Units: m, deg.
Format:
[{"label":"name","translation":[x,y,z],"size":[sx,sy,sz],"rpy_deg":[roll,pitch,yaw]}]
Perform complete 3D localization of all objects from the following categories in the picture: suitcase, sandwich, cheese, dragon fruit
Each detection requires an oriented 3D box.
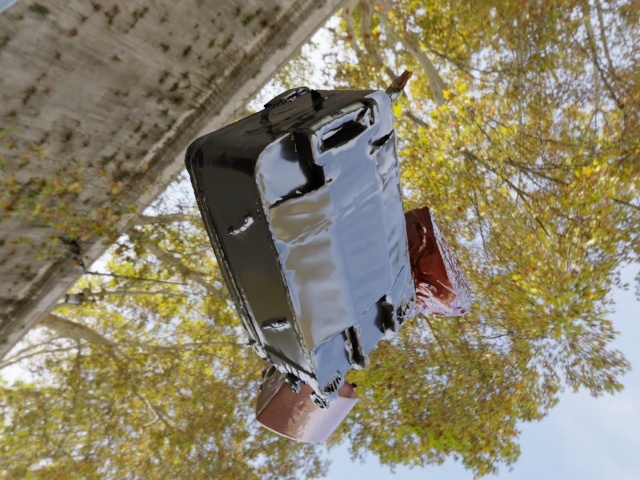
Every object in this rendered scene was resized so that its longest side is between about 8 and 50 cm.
[{"label":"suitcase","translation":[0.000,0.000,0.630],"size":[0.194,0.283,0.434],"rpy_deg":[18,-47,39]},{"label":"sandwich","translation":[0.159,-0.321,0.892],"size":[0.069,0.026,0.101],"rpy_deg":[-41,-165,53]},{"label":"cheese","translation":[-0.047,0.277,0.814],"size":[0.203,0.177,0.128],"rpy_deg":[42,-85,21]},{"label":"dragon fruit","translation":[0.201,0.103,0.935],"size":[0.205,0.317,0.152],"rpy_deg":[-20,-137,24]}]

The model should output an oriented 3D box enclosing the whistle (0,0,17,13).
[{"label":"whistle","translation":[-0.268,-0.160,0.261],"size":[0.269,0.093,0.180],"rpy_deg":[-30,-120,2]}]
